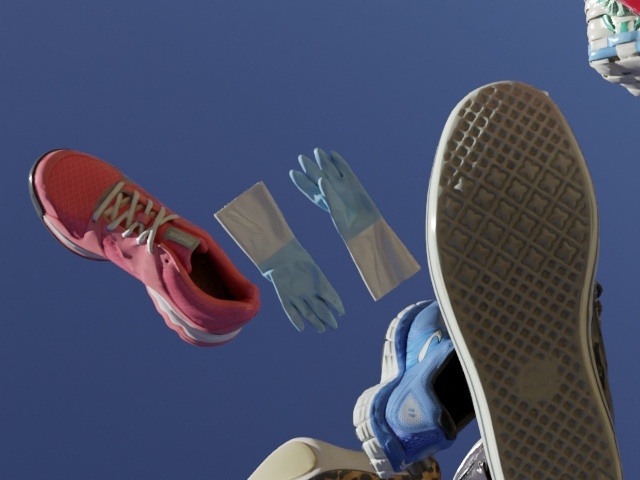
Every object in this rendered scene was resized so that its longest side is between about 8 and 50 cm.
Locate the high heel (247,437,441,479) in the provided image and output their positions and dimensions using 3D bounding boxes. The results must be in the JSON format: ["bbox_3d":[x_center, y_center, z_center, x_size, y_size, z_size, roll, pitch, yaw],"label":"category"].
[{"bbox_3d":[0.031,0.343,2.199,0.186,0.261,0.093,56,-168,-35],"label":"high heel"}]

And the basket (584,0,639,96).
[{"bbox_3d":[0.453,-0.333,1.964,0.201,0.254,0.289,29,-115,-44],"label":"basket"}]

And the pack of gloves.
[{"bbox_3d":[0.000,0.000,2.205,0.232,0.195,0.046,54,169,-2],"label":"pack of gloves"}]

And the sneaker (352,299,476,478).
[{"bbox_3d":[0.154,0.172,1.982,0.130,0.147,0.330,63,-155,-20],"label":"sneaker"}]

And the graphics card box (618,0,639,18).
[{"bbox_3d":[0.328,-0.428,1.531,0.233,0.371,0.094,38,-144,14],"label":"graphics card box"}]

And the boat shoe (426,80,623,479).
[{"bbox_3d":[0.221,0.079,1.729,0.156,0.186,0.500,-26,-74,-88],"label":"boat shoe"}]

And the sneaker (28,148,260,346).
[{"bbox_3d":[-0.189,-0.007,1.837,0.314,0.136,0.116,39,-117,-13],"label":"sneaker"}]

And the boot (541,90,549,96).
[{"bbox_3d":[0.260,-0.152,2.114,0.086,0.069,0.190,0,-160,7],"label":"boot"}]

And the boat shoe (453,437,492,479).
[{"bbox_3d":[0.269,0.312,2.260,0.103,0.285,0.092,52,-148,10],"label":"boat shoe"}]
